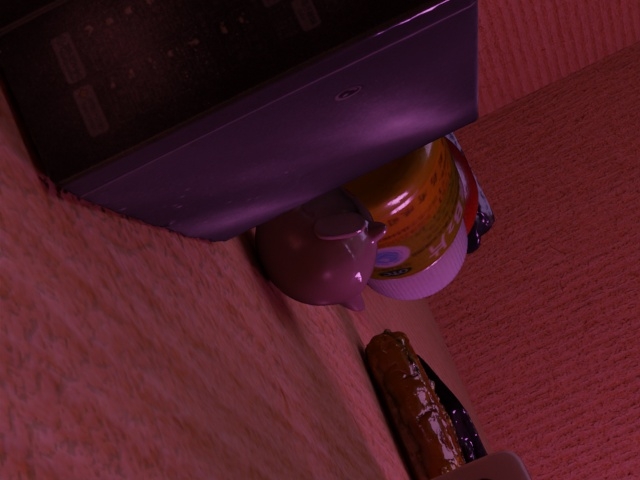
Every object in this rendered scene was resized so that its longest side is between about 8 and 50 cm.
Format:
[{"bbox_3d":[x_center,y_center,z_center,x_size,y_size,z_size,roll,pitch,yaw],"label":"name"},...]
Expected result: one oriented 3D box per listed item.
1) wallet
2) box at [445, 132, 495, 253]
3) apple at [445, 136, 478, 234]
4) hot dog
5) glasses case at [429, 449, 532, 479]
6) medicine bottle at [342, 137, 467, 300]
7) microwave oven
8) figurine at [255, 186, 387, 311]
[{"bbox_3d":[0.219,0.306,1.649,0.170,0.044,0.321,62,-4,-10],"label":"wallet"},{"bbox_3d":[0.160,-0.126,1.935,0.350,0.091,0.359,-18,-78,56],"label":"box"},{"bbox_3d":[0.140,-0.079,1.708,0.216,0.260,0.260,44,20,-88],"label":"apple"},{"bbox_3d":[0.129,0.237,1.267,0.115,0.072,0.268,31,34,-64],"label":"hot dog"},{"bbox_3d":[0.190,0.374,0.916,0.076,0.144,0.336,55,10,-52],"label":"glasses case"},{"bbox_3d":[0.087,-0.060,1.372,0.384,0.224,0.224,53,13,-63],"label":"medicine bottle"},{"bbox_3d":[-0.089,-0.250,0.657,0.432,0.236,0.374,66,7,9],"label":"microwave oven"},{"bbox_3d":[0.000,0.000,0.919,0.138,0.125,0.125,79,-9,-60],"label":"figurine"}]
